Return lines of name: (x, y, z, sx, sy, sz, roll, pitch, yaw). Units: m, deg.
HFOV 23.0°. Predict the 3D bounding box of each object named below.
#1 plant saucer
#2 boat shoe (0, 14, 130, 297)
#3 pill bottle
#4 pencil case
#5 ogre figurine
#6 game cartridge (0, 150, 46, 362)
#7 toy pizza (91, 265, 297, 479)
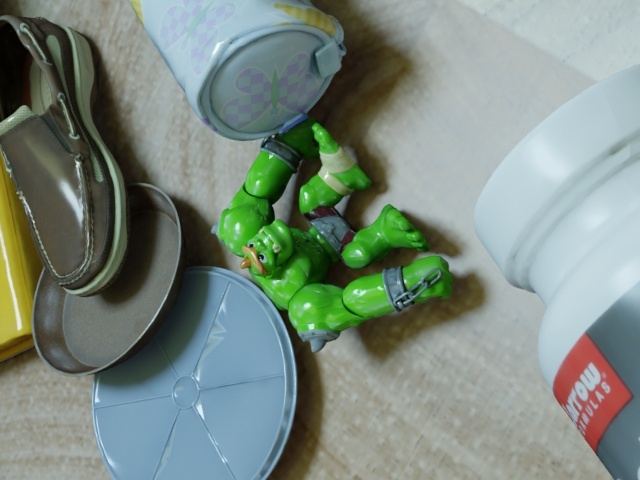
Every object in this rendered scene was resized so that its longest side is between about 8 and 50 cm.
plant saucer: (-0.166, 0.035, 1.270, 0.168, 0.029, 0.168, -22, 53, 33)
boat shoe: (-0.229, -0.073, 1.281, 0.095, 0.095, 0.257, -34, 57, 25)
pill bottle: (0.258, 0.083, 0.921, 0.210, 0.210, 0.363, -44, 64, 20)
pencil case: (-0.088, -0.202, 1.199, 0.124, 0.113, 0.273, -35, 55, 3)
ogre figurine: (0.000, 0.000, 1.164, 0.118, 0.097, 0.197, -43, 79, 1)
game cartridge: (-0.383, -0.018, 1.424, 0.285, 0.052, 0.324, -25, 73, 27)
toy pizza: (-0.097, 0.121, 1.240, 0.201, 0.032, 0.201, -8, 76, 32)
